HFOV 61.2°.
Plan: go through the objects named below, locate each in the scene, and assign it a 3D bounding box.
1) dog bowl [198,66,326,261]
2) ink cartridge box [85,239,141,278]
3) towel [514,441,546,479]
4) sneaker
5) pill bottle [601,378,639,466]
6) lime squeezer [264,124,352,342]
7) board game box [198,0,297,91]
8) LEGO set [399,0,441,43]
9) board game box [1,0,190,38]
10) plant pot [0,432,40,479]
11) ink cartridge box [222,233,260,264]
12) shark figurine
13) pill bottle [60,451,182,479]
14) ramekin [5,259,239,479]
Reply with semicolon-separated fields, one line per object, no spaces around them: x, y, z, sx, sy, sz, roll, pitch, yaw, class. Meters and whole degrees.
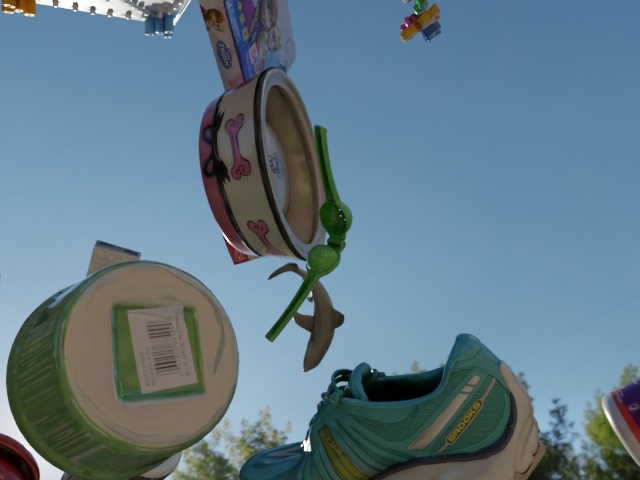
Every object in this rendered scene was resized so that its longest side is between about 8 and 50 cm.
-0.114;-0.146;1.151;0.150;0.408;0.408;-8;-37;15;dog bowl
-0.677;0.096;1.764;0.145;0.045;0.179;18;-58;-17;ink cartridge box
0.287;0.430;1.019;0.187;0.049;0.282;-43;-2;-18;towel
0.037;0.157;0.454;0.275;0.110;0.107;-29;2;26;sneaker
0.810;0.360;1.184;0.323;0.181;0.181;-35;-43;20;pill bottle
0.000;0.000;0.792;0.058;0.310;0.110;14;0;25;lime squeezer
-0.158;-0.502;1.308;0.065;0.318;0.319;9;-38;16;board game box
0.212;-0.493;1.219;0.093;0.087;0.227;-33;-7;12;LEGO set
-0.468;-0.525;1.136;0.389;0.390;0.050;0;-86;-26;board game box
-0.524;0.390;0.786;0.191;0.174;0.191;0;-62;-1;plant pot
-0.155;-0.033;1.918;0.306;0.226;0.131;-14;-80;23;ink cartridge box
0.003;0.152;1.255;0.166;0.116;0.278;-26;-73;-33;shark figurine
-0.353;0.398;0.917;0.130;0.130;0.246;25;-60;-39;pill bottle
-0.265;0.175;0.781;0.303;0.303;0.148;21;-38;-37;ramekin
